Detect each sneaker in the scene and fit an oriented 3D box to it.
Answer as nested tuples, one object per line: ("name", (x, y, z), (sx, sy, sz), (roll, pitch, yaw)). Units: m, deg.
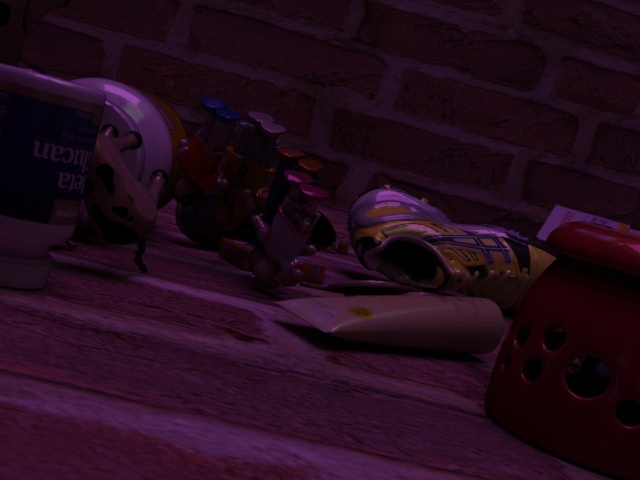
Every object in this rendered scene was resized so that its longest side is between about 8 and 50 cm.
("sneaker", (0.217, 0.050, 1.350), (0.385, 0.145, 0.147), (17, 36, -4))
("sneaker", (-0.086, -0.029, 1.232), (0.118, 0.083, 0.222), (-6, -12, 44))

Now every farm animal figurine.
("farm animal figurine", (-0.311, -0.130, 0.827), (0.330, 0.326, 0.172), (9, 23, 6))

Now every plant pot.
("plant pot", (0.242, 0.082, 0.705), (0.191, 0.174, 0.191), (13, 6, -1))

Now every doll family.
("doll family", (-0.068, -0.043, 1.052), (0.118, 0.163, 0.263), (-6, 40, -45))

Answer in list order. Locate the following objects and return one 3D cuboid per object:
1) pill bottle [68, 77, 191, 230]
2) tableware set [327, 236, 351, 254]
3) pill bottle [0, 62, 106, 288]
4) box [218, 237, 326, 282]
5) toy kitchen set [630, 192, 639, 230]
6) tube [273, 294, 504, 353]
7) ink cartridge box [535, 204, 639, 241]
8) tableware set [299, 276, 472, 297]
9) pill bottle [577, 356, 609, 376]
("pill bottle", (-0.275, -0.111, 1.142), (0.188, 0.187, 0.334), (15, 6, -3))
("tableware set", (0.000, 0.000, 1.665), (0.104, 0.024, 0.154), (7, 11, -38))
("pill bottle", (-0.238, -0.051, 0.718), (0.094, 0.169, 0.094), (15, 6, -2))
("box", (-0.058, 0.028, 1.180), (0.136, 0.028, 0.081), (10, 7, -33))
("toy kitchen set", (0.313, -0.030, 0.727), (0.083, 0.068, 0.075), (14, 5, 3))
("tube", (0.078, 0.080, 0.879), (0.240, 0.062, 0.070), (6, -31, -33))
("ink cartridge box", (0.506, 0.067, 1.483), (0.306, 0.131, 0.226), (19, 27, 19))
("tableware set", (0.079, 0.074, 0.993), (0.128, 0.039, 0.194), (-4, -12, 32))
("pill bottle", (0.344, 0.122, 1.007), (0.087, 0.087, 0.160), (14, 5, -16))
